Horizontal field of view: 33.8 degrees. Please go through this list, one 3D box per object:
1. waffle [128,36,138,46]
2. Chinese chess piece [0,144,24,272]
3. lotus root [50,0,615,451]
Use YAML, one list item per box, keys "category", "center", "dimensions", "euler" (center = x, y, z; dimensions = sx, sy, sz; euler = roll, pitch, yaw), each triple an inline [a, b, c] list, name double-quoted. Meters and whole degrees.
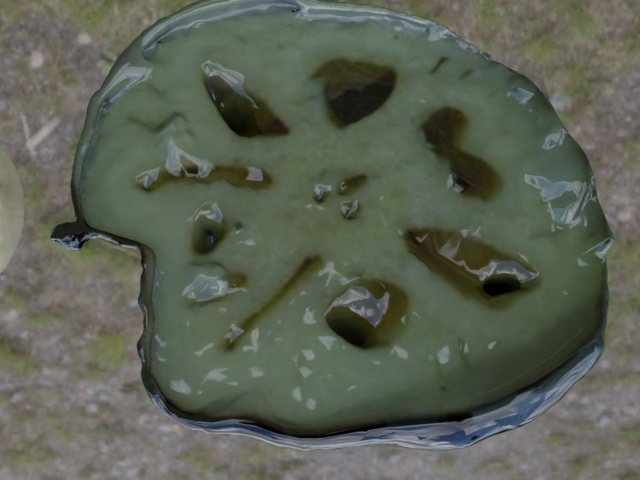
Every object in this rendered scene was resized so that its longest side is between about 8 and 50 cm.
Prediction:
- category: "waffle"
  center: [-0.160, -0.180, 1.431]
  dimensions: [0.307, 0.060, 0.312]
  euler: [26, 170, 28]
- category: "Chinese chess piece"
  center: [-0.488, -0.038, 1.278]
  dimensions: [0.249, 0.250, 0.103]
  euler: [3, 179, 1]
- category: "lotus root"
  center: [0.004, 0.000, 0.413]
  dimensions: [0.203, 0.183, 0.078]
  euler: [9, 154, -6]
